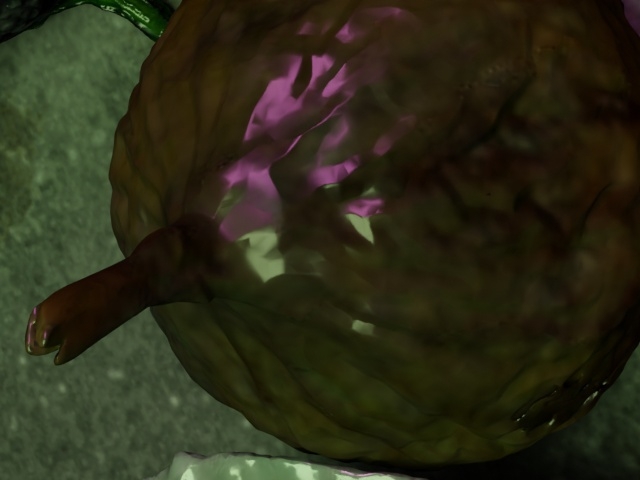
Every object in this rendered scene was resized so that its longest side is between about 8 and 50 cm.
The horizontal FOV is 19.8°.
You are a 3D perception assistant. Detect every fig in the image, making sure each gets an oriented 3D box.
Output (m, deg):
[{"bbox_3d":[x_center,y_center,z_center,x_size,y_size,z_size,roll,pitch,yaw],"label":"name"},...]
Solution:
[{"bbox_3d":[0.000,0.000,0.834,0.286,0.368,0.286,10,112,25],"label":"fig"}]

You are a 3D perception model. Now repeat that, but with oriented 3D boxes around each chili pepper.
[{"bbox_3d":[-0.135,-0.144,1.061,0.118,0.035,0.055,7,121,17],"label":"chili pepper"}]

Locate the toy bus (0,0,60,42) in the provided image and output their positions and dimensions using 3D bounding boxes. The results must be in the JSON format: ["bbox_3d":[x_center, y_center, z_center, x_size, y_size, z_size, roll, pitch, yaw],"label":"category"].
[{"bbox_3d":[-0.209,-0.235,0.922,0.440,0.249,0.209,-35,78,30],"label":"toy bus"}]

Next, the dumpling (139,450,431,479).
[{"bbox_3d":[0.061,0.247,0.956,0.270,0.320,0.212,1,74,36],"label":"dumpling"}]
